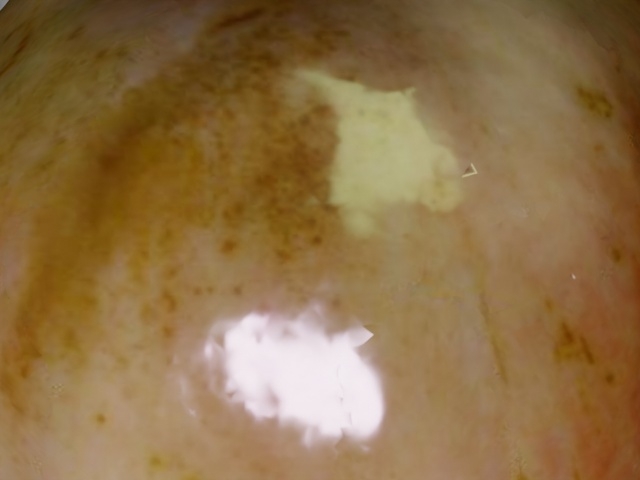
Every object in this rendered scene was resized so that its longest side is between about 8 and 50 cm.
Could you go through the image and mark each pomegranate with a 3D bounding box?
[{"bbox_3d":[0.000,0.000,0.516,0.229,0.270,0.252,-1,40,10],"label":"pomegranate"}]
